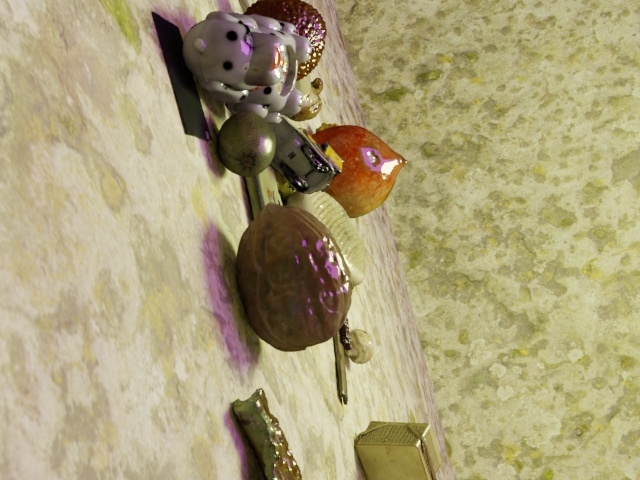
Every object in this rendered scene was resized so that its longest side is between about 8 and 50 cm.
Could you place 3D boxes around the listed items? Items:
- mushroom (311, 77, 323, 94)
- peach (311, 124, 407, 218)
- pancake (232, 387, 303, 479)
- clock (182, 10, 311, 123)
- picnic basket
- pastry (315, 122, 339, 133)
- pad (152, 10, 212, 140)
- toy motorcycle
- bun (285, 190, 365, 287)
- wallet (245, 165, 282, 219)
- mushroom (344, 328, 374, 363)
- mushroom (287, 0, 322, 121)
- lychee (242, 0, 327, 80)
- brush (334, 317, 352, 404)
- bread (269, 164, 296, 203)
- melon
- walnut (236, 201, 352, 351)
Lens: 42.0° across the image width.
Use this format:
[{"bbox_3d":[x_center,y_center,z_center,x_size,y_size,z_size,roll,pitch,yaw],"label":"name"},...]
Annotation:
[{"bbox_3d":[-0.042,-0.371,2.126,0.109,0.085,0.126,-40,-117,63],"label":"mushroom"},{"bbox_3d":[0.074,-0.166,1.952,0.232,0.257,0.232,-18,90,-76],"label":"peach"},{"bbox_3d":[-0.053,0.379,1.066,0.197,0.054,0.376,50,25,-69],"label":"pancake"},{"bbox_3d":[-0.130,-0.295,1.352,0.254,0.189,0.189,-4,78,-76],"label":"clock"},{"bbox_3d":[0.165,0.449,1.753,0.079,0.164,0.115,-43,122,-53],"label":"picnic basket"},{"bbox_3d":[0.038,-0.221,2.246,0.154,0.102,0.250,55,21,-28],"label":"pastry"},{"bbox_3d":[-0.211,-0.248,1.278,0.116,0.004,0.193,-13,87,-80],"label":"pad"},{"bbox_3d":[-0.068,-0.198,1.593,0.263,0.091,0.157,46,23,-18],"label":"toy motorcycle"},{"bbox_3d":[0.000,0.000,1.703,0.237,0.116,0.210,58,19,-17],"label":"bun"},{"bbox_3d":[-0.101,-0.072,1.496,0.110,0.039,0.155,41,33,-66],"label":"wallet"},{"bbox_3d":[0.085,0.245,1.921,0.083,0.067,0.083,40,-43,51],"label":"mushroom"},{"bbox_3d":[-0.072,-0.446,1.941,0.128,0.128,0.350,-86,165,-61],"label":"mushroom"},{"bbox_3d":[-0.083,-0.414,1.732,0.194,0.194,0.194,-16,90,-79],"label":"lychee"},{"bbox_3d":[0.051,0.246,1.822,0.248,0.036,0.043,-94,160,-48],"label":"brush"},{"bbox_3d":[-0.066,-0.139,1.718,0.187,0.065,0.149,-75,153,-73],"label":"bread"},{"bbox_3d":[-0.121,-0.159,1.362,0.130,0.098,0.098,-104,172,-52],"label":"melon"},{"bbox_3d":[-0.042,0.052,1.260,0.178,0.178,0.230,-7,80,-79],"label":"walnut"}]
